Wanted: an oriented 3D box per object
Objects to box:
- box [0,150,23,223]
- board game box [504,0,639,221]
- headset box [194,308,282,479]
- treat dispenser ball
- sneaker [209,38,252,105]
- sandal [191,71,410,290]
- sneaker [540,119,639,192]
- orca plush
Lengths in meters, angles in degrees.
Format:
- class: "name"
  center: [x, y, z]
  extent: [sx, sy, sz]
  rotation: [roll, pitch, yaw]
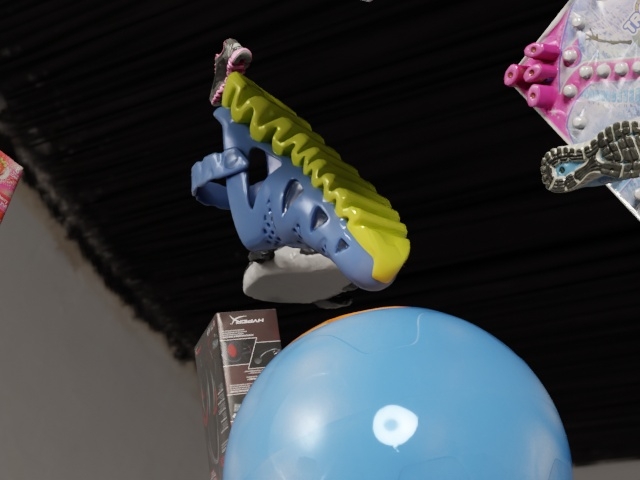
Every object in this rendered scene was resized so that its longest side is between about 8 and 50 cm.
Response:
- class: "box"
  center: [-0.612, -0.122, 1.882]
  extent: [0.257, 0.122, 0.128]
  rotation: [42, 55, -44]
- class: "board game box"
  center: [0.434, -0.199, 1.319]
  extent: [0.050, 0.390, 0.390]
  rotation: [-4, 48, -49]
- class: "headset box"
  center: [-0.128, 0.288, 2.032]
  extent: [0.110, 0.218, 0.293]
  rotation: [-3, 71, -17]
- class: "treat dispenser ball"
  center: [0.063, 0.197, 0.995]
  extent: [0.288, 0.288, 0.288]
  rotation: [31, 53, -52]
- class: "sneaker"
  center: [-0.150, -0.268, 1.899]
  extent: [0.047, 0.119, 0.057]
  rotation: [-12, 52, -44]
- class: "sandal"
  center: [-0.030, -0.039, 1.222]
  extent: [0.126, 0.138, 0.317]
  rotation: [30, 12, -46]
- class: "sneaker"
  center: [0.326, -0.094, 1.324]
  extent: [0.073, 0.162, 0.063]
  rotation: [-6, 86, -47]
- class: "orca plush"
  center: [0.000, 0.000, 1.475]
  extent: [0.151, 0.287, 0.102]
  rotation: [22, 65, -14]
